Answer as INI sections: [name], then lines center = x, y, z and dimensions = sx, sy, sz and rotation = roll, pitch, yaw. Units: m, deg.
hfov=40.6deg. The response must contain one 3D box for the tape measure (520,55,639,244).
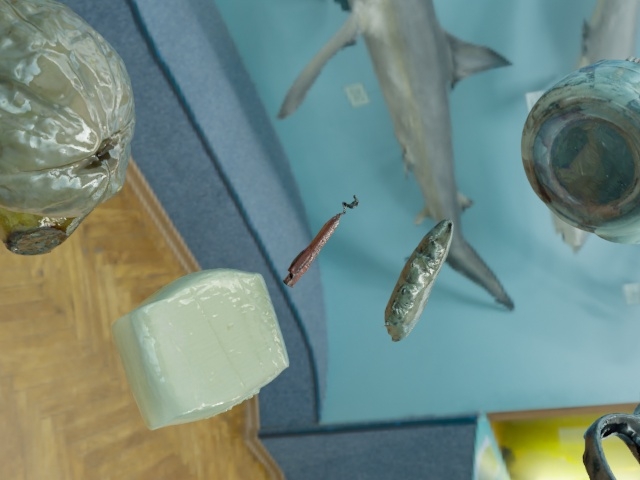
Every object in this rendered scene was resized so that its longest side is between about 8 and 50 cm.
[tape measure]
center = 0.445, -0.134, 1.299
dimensions = 0.147, 0.275, 0.256
rotation = -33, 157, -41

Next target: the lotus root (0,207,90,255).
[lotus root]
center = -0.383, -0.071, 1.221
dimensions = 0.188, 0.199, 0.180
rotation = 107, -22, -61

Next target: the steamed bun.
[steamed bun]
center = -0.177, 0.152, 1.246
dimensions = 0.250, 0.154, 0.200
rotation = -18, 83, -45

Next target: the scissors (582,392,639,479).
[scissors]
center = 0.219, 0.112, 0.560
dimensions = 0.109, 0.022, 0.300
rotation = 39, 23, 4

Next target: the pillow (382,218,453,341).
[pillow]
center = 0.148, 0.074, 1.384
dimensions = 0.093, 0.051, 0.241
rotation = -17, 136, -49

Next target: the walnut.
[walnut]
center = -0.252, -0.122, 0.717
dimensions = 0.178, 0.230, 0.178
rotation = -36, 144, -32

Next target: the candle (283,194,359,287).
[candle]
center = -0.001, 0.000, 1.270
dimensions = 0.026, 0.167, 0.021
rotation = 34, 13, -19
